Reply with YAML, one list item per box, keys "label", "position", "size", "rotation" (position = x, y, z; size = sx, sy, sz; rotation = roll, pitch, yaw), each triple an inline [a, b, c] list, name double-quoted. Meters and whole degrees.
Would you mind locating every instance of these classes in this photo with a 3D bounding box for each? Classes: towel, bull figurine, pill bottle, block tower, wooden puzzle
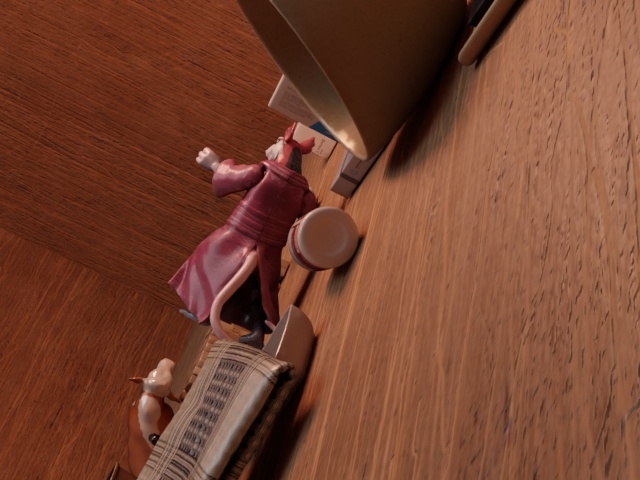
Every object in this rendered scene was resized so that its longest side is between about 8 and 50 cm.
- label: "towel"
  position: [-0.168, 0.275, 1.578]
  size: [0.324, 0.056, 0.312]
  rotation: [-60, 18, -8]
- label: "bull figurine"
  position: [-0.308, 0.377, 2.314]
  size: [0.188, 0.101, 0.310]
  rotation: [140, 129, -82]
- label: "pill bottle"
  position: [0.000, 0.000, 1.749]
  size: [0.086, 0.086, 0.152]
  rotation: [-65, 7, -7]
- label: "block tower"
  position: [-0.160, 0.163, 2.363]
  size: [0.097, 0.091, 0.335]
  rotation: [128, 165, -65]
- label: "wooden puzzle"
  position: [0.229, -0.348, 1.445]
  size: [0.221, 0.044, 0.239]
  rotation: [-57, 10, 51]

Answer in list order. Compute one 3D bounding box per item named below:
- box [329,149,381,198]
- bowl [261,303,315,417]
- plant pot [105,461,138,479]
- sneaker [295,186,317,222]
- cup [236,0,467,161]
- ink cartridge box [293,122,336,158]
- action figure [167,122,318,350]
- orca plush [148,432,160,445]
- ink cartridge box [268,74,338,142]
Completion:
- label: "box"
  position: [0.081, -0.172, 1.964]
  size: [0.186, 0.038, 0.145]
  rotation: [-53, 13, 55]
- label: "bowl"
  position: [-0.054, 0.172, 1.671]
  size: [0.142, 0.053, 0.142]
  rotation: [-74, 11, -54]
- label: "plant pot"
  position: [-0.263, 0.438, 1.826]
  size: [0.167, 0.165, 0.167]
  rotation: [-62, 6, 12]
- label: "sneaker"
  position: [-0.055, -0.064, 2.372]
  size: [0.258, 0.094, 0.091]
  rotation: [-97, 29, -79]
- label: "cup"
  position: [0.057, -0.310, 1.689]
  size: [0.237, 0.331, 0.331]
  rotation: [-38, 5, -4]
- label: "ink cartridge box"
  position: [0.019, -0.297, 2.663]
  size: [0.160, 0.092, 0.219]
  rotation: [-61, 7, 28]
- label: "action figure"
  position: [-0.113, -0.022, 2.022]
  size: [0.276, 0.248, 0.370]
  rotation: [-128, 61, -82]
- label: "orca plush"
  position: [-0.181, 0.331, 1.888]
  size: [0.102, 0.151, 0.287]
  rotation: [-34, -8, -21]
- label: "ink cartridge box"
  position: [0.032, -0.269, 1.907]
  size: [0.203, 0.148, 0.086]
  rotation: [-60, 6, 24]
